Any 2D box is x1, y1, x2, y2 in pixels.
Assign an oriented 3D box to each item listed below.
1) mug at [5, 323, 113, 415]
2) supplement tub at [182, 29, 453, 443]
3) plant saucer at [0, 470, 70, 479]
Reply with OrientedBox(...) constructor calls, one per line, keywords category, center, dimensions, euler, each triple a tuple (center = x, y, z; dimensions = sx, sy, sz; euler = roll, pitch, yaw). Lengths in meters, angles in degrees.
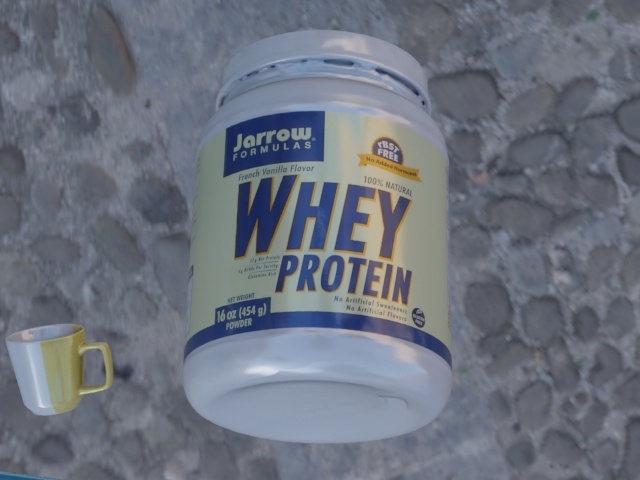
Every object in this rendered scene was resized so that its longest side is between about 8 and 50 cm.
OrientedBox(category="mug", center=(-0.210, 0.104, 1.090), dimensions=(0.062, 0.078, 0.064), euler=(-13, 101, -43))
OrientedBox(category="supplement tub", center=(0.000, 0.000, 1.242), dimensions=(0.235, 0.324, 0.235), euler=(1, 156, 0))
OrientedBox(category="plant saucer", center=(-0.233, 0.165, 0.825), dimensions=(0.192, 0.067, 0.018), euler=(14, 138, -30))
